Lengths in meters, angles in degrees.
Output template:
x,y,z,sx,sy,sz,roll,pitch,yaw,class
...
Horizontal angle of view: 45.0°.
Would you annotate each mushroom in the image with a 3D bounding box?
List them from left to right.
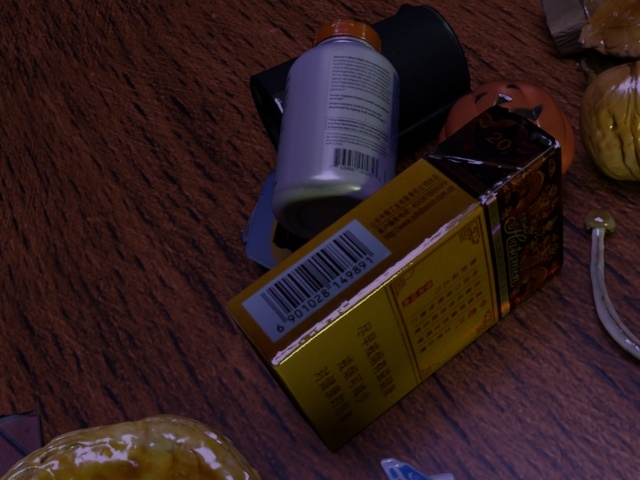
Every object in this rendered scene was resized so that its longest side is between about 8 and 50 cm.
x,y,z,sx,sy,sz,roll,pitch,yaw,class
0.392,0.083,0.991,0.068,0.043,0.306,-30,47,26,mushroom

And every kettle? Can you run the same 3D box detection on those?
x,y,z,sx,sy,sz,roll,pitch,yaw,class
0.080,-0.214,1.215,0.308,0.203,0.262,-28,48,-9,kettle

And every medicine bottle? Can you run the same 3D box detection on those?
x,y,z,sx,sy,sz,roll,pitch,yaw,class
0.026,-0.152,1.023,0.157,0.157,0.288,-3,61,15,medicine bottle

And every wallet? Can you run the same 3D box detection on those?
x,y,z,sx,sy,sz,roll,pitch,yaw,class
0.000,0.000,1.103,0.231,0.069,0.170,31,108,28,wallet

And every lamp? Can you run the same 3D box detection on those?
x,y,z,sx,sy,sz,roll,pitch,yaw,class
0.260,-0.141,1.104,0.188,0.187,0.163,-15,53,5,lamp

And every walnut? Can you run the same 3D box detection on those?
x,y,z,sx,sy,sz,roll,pitch,yaw,class
0.438,-0.165,1.084,0.144,0.180,0.144,-21,27,11,walnut

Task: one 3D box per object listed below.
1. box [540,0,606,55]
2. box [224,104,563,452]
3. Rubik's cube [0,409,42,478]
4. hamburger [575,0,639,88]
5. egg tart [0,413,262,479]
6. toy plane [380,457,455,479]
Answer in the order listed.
x,y,z,sx,sy,sz,roll,pitch,yaw,class
0.434,-0.390,1.303,0.111,0.111,0.177,-9,52,11,box
0.116,0.052,0.953,0.415,0.264,0.116,-38,52,-10,box
-0.460,0.350,0.972,0.229,0.228,0.233,2,88,-28,Rubik's cube
0.568,-0.272,1.131,0.330,0.162,0.209,-10,49,3,hamburger
-0.218,0.382,0.857,0.388,0.169,0.387,-5,51,6,egg tart
0.100,0.322,0.794,0.267,0.122,0.267,-3,23,1,toy plane
